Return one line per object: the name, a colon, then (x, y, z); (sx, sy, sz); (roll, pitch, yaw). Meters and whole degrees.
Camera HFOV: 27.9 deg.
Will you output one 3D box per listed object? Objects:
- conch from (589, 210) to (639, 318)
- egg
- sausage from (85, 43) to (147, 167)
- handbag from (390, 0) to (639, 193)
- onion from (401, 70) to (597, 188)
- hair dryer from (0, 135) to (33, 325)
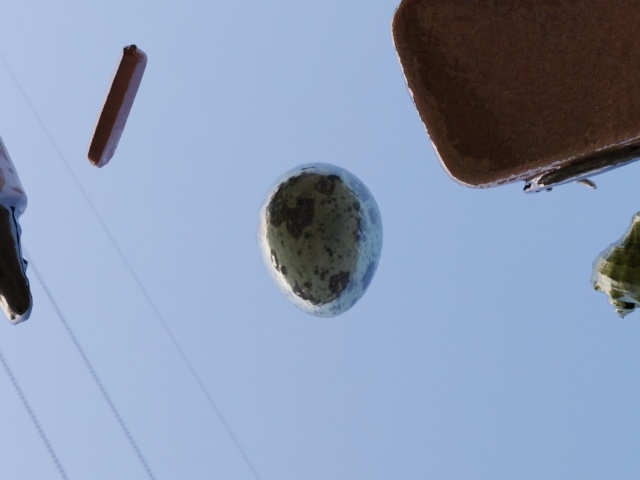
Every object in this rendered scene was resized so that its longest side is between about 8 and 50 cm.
conch: (0.278, 0.018, 1.088); (0.074, 0.089, 0.121); (54, -43, 47)
egg: (0.000, 0.000, 1.326); (0.132, 0.132, 0.172); (-17, -121, 15)
sausage: (-0.222, -0.147, 1.395); (0.030, 0.035, 0.147); (38, -65, 27)
handbag: (0.149, -0.110, 0.780); (0.193, 0.072, 0.151); (-14, -89, 25)
onion: (0.154, -0.162, 1.030); (0.200, 0.200, 0.207); (16, -108, 25)
hair dryer: (-0.188, -0.123, 0.559); (0.189, 0.107, 0.344); (-39, -105, 39)
